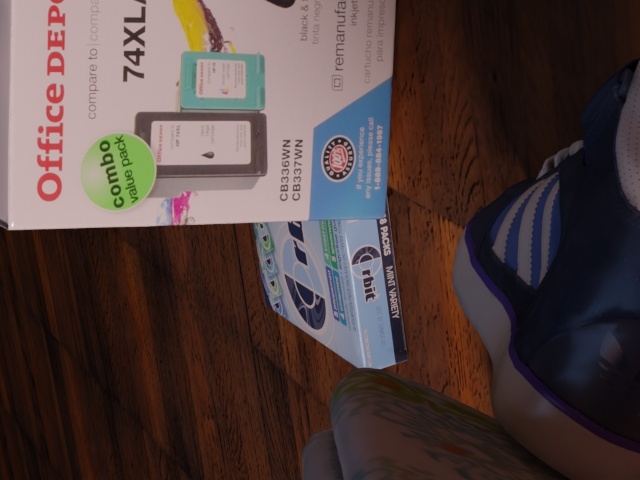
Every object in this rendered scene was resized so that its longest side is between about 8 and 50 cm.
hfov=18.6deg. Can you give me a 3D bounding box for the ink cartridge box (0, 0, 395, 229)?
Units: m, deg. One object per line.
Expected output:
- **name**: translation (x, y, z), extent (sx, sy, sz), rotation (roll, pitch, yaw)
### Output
- **ink cartridge box**: translation (-0.112, -0.120, 1.340), extent (0.197, 0.270, 0.198), rotation (-158, 67, -63)

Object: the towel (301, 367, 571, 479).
- **towel**: translation (0.146, 0.187, 0.832), extent (0.374, 0.321, 0.090), rotation (-106, 40, -78)

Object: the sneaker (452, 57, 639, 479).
- **sneaker**: translation (0.177, -0.028, 1.003), extent (0.236, 0.130, 0.323), rotation (-61, 6, 17)

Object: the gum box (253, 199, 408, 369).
- **gum box**: translation (0.000, 0.000, 1.515), extent (0.184, 0.041, 0.157), rotation (32, 134, 60)
